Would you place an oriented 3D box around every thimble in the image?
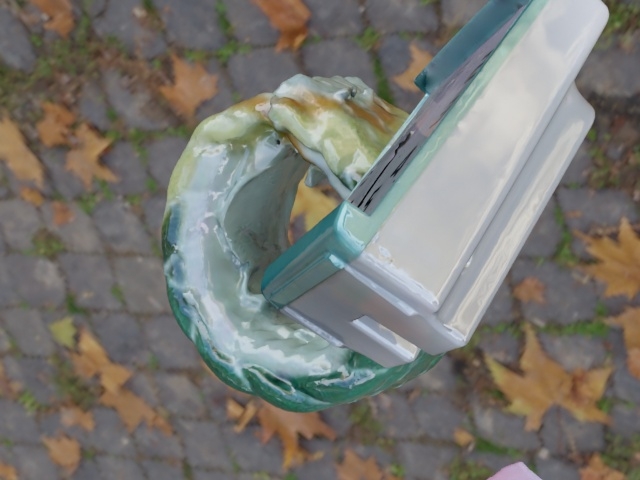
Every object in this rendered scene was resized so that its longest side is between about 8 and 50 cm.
[{"bbox_3d":[0.000,0.000,1.176,0.254,0.167,0.288,3,97,29],"label":"thimble"}]

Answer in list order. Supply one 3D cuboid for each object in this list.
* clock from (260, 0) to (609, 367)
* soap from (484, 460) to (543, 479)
[{"bbox_3d":[0.082,-0.036,0.900,0.116,0.231,0.262,38,165,-5],"label":"clock"},{"bbox_3d":[0.039,0.148,0.464,0.056,0.149,0.100,45,160,39],"label":"soap"}]
